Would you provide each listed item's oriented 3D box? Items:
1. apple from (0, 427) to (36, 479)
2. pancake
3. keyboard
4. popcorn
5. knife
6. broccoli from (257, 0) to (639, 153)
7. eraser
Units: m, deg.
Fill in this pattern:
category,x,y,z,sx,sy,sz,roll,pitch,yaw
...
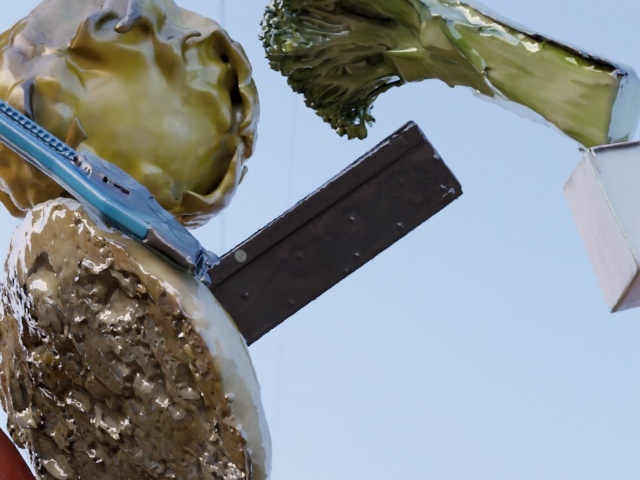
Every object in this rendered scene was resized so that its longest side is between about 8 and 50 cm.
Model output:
category,x,y,z,sx,sy,sz,roll,pitch,yaw
apple,-0.335,0.241,0.954,0.363,0.364,0.364,13,-38,10
pancake,-0.133,0.102,0.968,0.282,0.049,0.282,25,-52,37
keyboard,0.000,0.000,1.130,0.072,0.231,0.023,54,-10,1
popcorn,-0.172,-0.113,1.259,0.250,0.250,0.190,33,-30,-16
knife,-0.173,-0.059,0.908,0.296,0.044,0.026,35,-67,16
broccoli,0.128,-0.177,1.356,0.361,0.221,0.252,32,-12,9
eraser,0.357,-0.032,1.243,0.287,0.130,0.086,-10,-28,-17
